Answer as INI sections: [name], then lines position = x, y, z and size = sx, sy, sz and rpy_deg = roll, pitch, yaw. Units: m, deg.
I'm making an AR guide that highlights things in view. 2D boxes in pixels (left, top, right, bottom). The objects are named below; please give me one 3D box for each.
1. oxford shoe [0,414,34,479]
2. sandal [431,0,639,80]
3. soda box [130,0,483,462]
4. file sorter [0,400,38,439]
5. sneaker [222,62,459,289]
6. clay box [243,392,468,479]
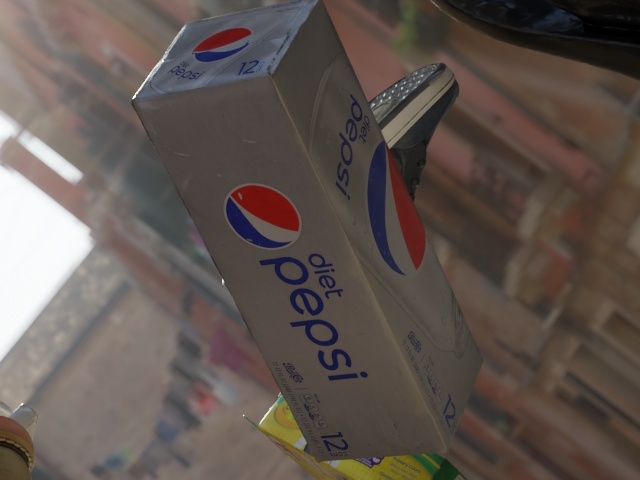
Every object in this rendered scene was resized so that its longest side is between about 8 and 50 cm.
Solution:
[oxford shoe]
position = -0.320, 0.246, 1.077
size = 0.397, 0.146, 0.140
rpy_deg = -34, -33, -1
[sandal]
position = 0.238, -0.189, 1.306
size = 0.167, 0.446, 0.107
rpy_deg = -47, -33, -22
[soda box]
position = 0.000, 0.000, 1.133
size = 0.098, 0.286, 0.091
rpy_deg = -8, 34, 29
[file sorter]
position = -0.422, 0.252, 1.720
size = 0.277, 0.173, 0.193
rpy_deg = -45, -19, -44
[sneaker]
position = 0.061, -0.005, 1.379
size = 0.226, 0.163, 0.086
rpy_deg = -49, 13, 4
[clay box]
position = 0.044, 0.185, 1.496
size = 0.053, 0.222, 0.127
rpy_deg = -54, -50, -12
